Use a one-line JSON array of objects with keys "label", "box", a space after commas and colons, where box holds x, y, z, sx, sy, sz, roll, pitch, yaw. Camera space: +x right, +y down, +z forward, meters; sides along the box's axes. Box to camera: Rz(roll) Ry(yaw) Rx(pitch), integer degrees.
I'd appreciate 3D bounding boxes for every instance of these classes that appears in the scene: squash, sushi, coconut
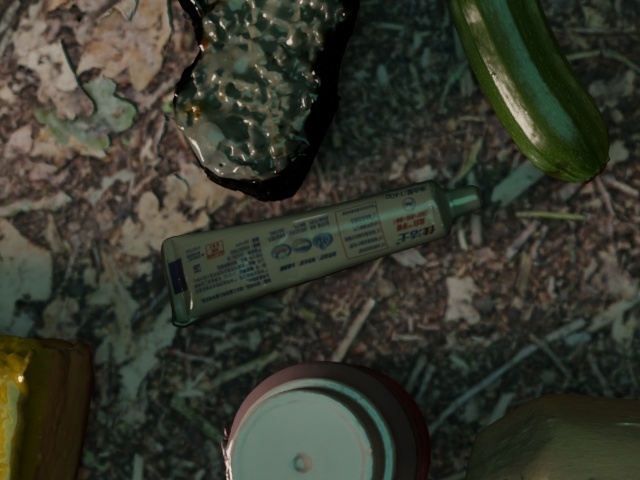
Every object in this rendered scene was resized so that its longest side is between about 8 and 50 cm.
[{"label": "squash", "box": [0.160, -0.142, 1.347, 0.077, 0.068, 0.219, -25, 82, 14]}, {"label": "sushi", "box": [-0.051, -0.142, 1.355, 0.147, 0.115, 0.212, 9, 85, 5]}, {"label": "coconut", "box": [0.226, 0.229, 1.220, 0.247, 0.245, 0.245, 4, 86, 14]}]

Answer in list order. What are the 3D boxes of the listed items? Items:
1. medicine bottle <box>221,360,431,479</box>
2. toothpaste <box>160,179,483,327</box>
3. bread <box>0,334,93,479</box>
[{"label": "medicine bottle", "box": [0.004, 0.159, 1.252, 0.147, 0.247, 0.147, -1, 85, 8]}, {"label": "toothpaste", "box": [0.000, 0.001, 1.369, 0.268, 0.047, 0.069, -16, 102, 9]}, {"label": "bread", "box": [-0.363, 0.213, 1.354, 0.333, 0.143, 0.324, 10, 88, 9]}]
